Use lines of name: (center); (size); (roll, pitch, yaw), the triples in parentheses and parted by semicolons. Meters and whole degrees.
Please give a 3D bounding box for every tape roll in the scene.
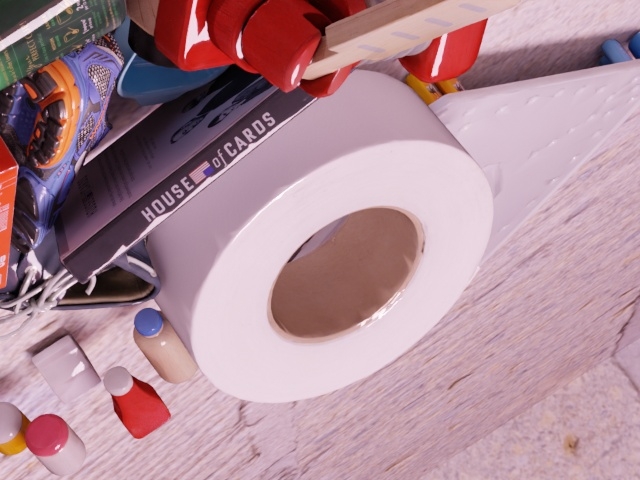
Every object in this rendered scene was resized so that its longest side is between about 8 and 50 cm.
tape roll: (0.000, 0.000, 1.635); (0.286, 0.100, 0.286); (-22, 140, -20)

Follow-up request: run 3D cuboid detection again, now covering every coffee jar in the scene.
coffee jar: (-0.206, -0.120, 1.125); (0.184, 0.079, 0.096); (-32, 165, -12)

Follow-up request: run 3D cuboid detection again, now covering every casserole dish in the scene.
casserole dish: (-0.075, -0.163, 1.312); (0.114, 0.037, 0.188); (-14, 150, -48)

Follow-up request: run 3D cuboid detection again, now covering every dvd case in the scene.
dvd case: (-0.085, -0.074, 1.373); (0.238, 0.029, 0.179); (-39, -162, 2)

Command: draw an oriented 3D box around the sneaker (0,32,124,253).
sneaker: (-0.180, -0.065, 1.324); (0.087, 0.083, 0.221); (-38, 173, -34)

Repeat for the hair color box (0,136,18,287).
hair color box: (-0.240, -0.033, 1.271); (0.053, 0.093, 0.167); (-26, 160, -22)

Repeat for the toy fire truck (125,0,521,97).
toy fire truck: (0.034, -0.144, 1.151); (0.217, 0.246, 0.159); (-13, 130, -36)

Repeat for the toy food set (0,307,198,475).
toy food set: (-0.194, 0.112, 1.716); (0.232, 0.111, 0.104); (-32, 150, -4)

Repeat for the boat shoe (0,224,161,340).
boat shoe: (-0.212, 0.021, 1.486); (0.095, 0.079, 0.254); (-39, 161, 21)

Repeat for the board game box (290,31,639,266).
board game box: (0.117, -0.050, 1.936); (0.390, 0.050, 0.390); (-15, 154, -47)
